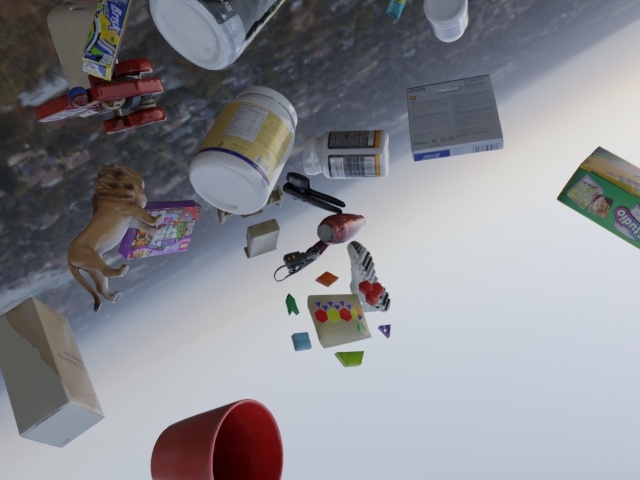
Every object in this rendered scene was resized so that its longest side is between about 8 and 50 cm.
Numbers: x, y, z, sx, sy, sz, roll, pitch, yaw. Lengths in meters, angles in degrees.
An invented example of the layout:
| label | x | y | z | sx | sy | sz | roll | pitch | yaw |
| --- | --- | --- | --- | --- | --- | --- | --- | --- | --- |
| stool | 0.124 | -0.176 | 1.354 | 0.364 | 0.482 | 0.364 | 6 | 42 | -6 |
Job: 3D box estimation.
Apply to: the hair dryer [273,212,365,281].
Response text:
| label | x | y | z | sx | sy | sz | roll | pitch | yaw |
| --- | --- | --- | --- | --- | --- | --- | --- | --- | --- |
| hair dryer | 0.000 | 0.000 | 1.496 | 0.293 | 0.080 | 0.223 | -29 | 175 | -16 |

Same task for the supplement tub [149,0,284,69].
| label | x | y | z | sx | sy | sz | roll | pitch | yaw |
| --- | --- | --- | --- | --- | --- | --- | --- | --- | --- |
| supplement tub | -0.178 | -0.538 | 1.157 | 0.338 | 0.207 | 0.207 | -57 | -164 | -24 |

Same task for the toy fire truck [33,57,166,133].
| label | x | y | z | sx | sy | sz | roll | pitch | yaw |
| --- | --- | --- | --- | --- | --- | --- | --- | --- | --- |
| toy fire truck | -0.574 | -0.370 | 1.476 | 0.302 | 0.169 | 0.254 | -3 | -163 | 38 |

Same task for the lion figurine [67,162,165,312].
| label | x | y | z | sx | sy | sz | roll | pitch | yaw |
| --- | --- | --- | --- | --- | --- | --- | --- | --- | --- |
| lion figurine | -0.583 | -0.022 | 1.520 | 0.392 | 0.240 | 0.142 | -60 | 177 | -23 |

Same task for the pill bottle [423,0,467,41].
| label | x | y | z | sx | sy | sz | roll | pitch | yaw |
| --- | --- | --- | --- | --- | --- | --- | --- | --- | --- |
| pill bottle | 0.467 | -0.831 | 2.056 | 0.153 | 0.153 | 0.264 | -29 | 174 | 15 |

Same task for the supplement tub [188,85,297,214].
| label | x | y | z | sx | sy | sz | roll | pitch | yaw |
| --- | --- | --- | --- | --- | --- | --- | --- | --- | --- |
| supplement tub | -0.216 | -0.269 | 1.643 | 0.241 | 0.241 | 0.331 | -25 | -145 | 48 |

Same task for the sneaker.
| label | x | y | z | sx | sy | sz | roll | pitch | yaw |
| --- | --- | --- | --- | --- | --- | --- | --- | --- | --- |
| sneaker | 0.148 | 0.140 | 2.012 | 0.118 | 0.292 | 0.110 | -15 | -162 | 30 |

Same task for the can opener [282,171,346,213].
| label | x | y | z | sx | sy | sz | roll | pitch | yaw |
| --- | --- | --- | --- | --- | --- | --- | --- | --- | --- |
| can opener | -0.020 | -0.120 | 1.532 | 0.059 | 0.186 | 0.073 | -56 | 169 | -24 |

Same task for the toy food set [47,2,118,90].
| label | x | y | z | sx | sy | sz | roll | pitch | yaw |
| --- | --- | --- | --- | --- | --- | --- | --- | --- | --- |
| toy food set | -0.717 | -0.591 | 1.783 | 0.219 | 0.306 | 0.092 | 6 | -145 | 18 |

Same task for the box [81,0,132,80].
| label | x | y | z | sx | sy | sz | roll | pitch | yaw |
| --- | --- | --- | --- | --- | --- | --- | --- | --- | --- |
| box | -0.398 | -0.392 | 1.044 | 0.054 | 0.169 | 0.059 | 15 | 163 | -19 |

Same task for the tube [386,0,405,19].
| label | x | y | z | sx | sy | sz | roll | pitch | yaw |
| --- | --- | --- | --- | --- | --- | --- | --- | --- | --- |
| tube | 0.271 | -0.827 | 1.801 | 0.052 | 0.080 | 0.207 | 7 | 122 | -25 |

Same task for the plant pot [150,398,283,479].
| label | x | y | z | sx | sy | sz | roll | pitch | yaw |
| --- | --- | --- | --- | --- | --- | --- | --- | --- | --- |
| plant pot | -0.264 | 0.540 | 1.376 | 0.243 | 0.275 | 0.275 | -16 | -169 | 31 |

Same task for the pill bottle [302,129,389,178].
| label | x | y | z | sx | sy | sz | roll | pitch | yaw |
| --- | --- | --- | --- | --- | --- | --- | --- | --- | --- |
| pill bottle | 0.088 | -0.289 | 1.883 | 0.278 | 0.162 | 0.162 | 1 | -169 | 11 |

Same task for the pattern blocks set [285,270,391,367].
| label | x | y | z | sx | sy | sz | roll | pitch | yaw |
| --- | --- | --- | --- | --- | --- | --- | --- | --- | --- |
| pattern blocks set | 0.054 | 0.218 | 1.565 | 0.324 | 0.285 | 0.026 | 9 | 144 | -25 |

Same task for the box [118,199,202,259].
| label | x | y | z | sx | sy | sz | roll | pitch | yaw |
| --- | --- | --- | --- | --- | --- | --- | --- | --- | --- |
| box | -0.582 | -0.044 | 2.045 | 0.293 | 0.057 | 0.201 | -11 | 130 | -58 |

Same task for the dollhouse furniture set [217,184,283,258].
| label | x | y | z | sx | sy | sz | roll | pitch | yaw |
| --- | --- | --- | --- | --- | --- | --- | --- | --- | --- |
| dollhouse furniture set | -0.232 | -0.089 | 1.867 | 0.212 | 0.242 | 0.161 | -18 | 159 | -18 |

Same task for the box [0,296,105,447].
| label | x | y | z | sx | sy | sz | roll | pitch | yaw |
| --- | --- | --- | --- | --- | --- | --- | --- | --- | --- |
| box | -0.625 | 0.297 | 1.271 | 0.121 | 0.311 | 0.148 | -35 | 149 | -6 |

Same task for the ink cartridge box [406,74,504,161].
| label | x | y | z | sx | sy | sz | roll | pitch | yaw |
| --- | --- | --- | --- | --- | --- | --- | --- | --- | --- |
| ink cartridge box | 0.494 | -0.457 | 2.087 | 0.324 | 0.330 | 0.071 | -7 | 146 | 13 |

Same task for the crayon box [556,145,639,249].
| label | x | y | z | sx | sy | sz | roll | pitch | yaw |
| --- | --- | --- | --- | --- | --- | --- | --- | --- | --- |
| crayon box | 0.747 | -0.065 | 1.260 | 0.313 | 0.363 | 0.106 | -26 | 146 | -55 |
